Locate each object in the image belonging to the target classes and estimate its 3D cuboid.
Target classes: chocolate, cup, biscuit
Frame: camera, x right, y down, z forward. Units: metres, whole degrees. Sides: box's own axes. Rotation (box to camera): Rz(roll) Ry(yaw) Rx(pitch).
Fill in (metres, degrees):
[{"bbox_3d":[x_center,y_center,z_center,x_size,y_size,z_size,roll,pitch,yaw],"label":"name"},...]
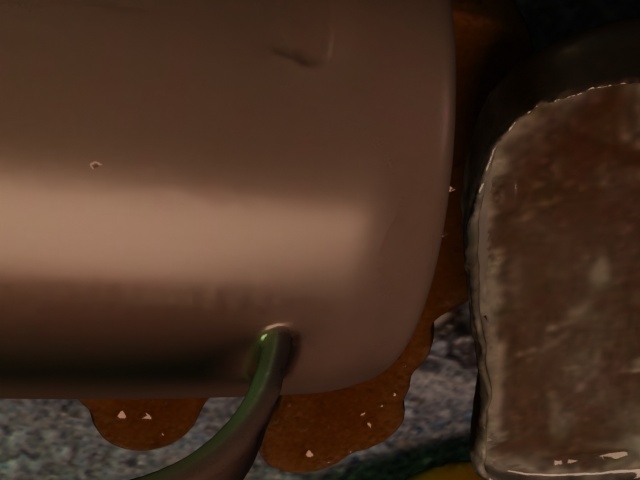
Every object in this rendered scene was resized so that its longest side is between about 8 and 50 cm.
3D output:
[{"bbox_3d":[0.133,0.000,0.755,0.157,0.080,0.254,-9,137,-2],"label":"chocolate"},{"bbox_3d":[-0.066,-0.013,0.583,0.200,0.253,0.191,5,143,-10],"label":"cup"},{"bbox_3d":[-0.001,-0.003,0.793,0.186,0.044,0.295,11,131,-27],"label":"biscuit"}]

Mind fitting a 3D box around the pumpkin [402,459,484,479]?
[{"bbox_3d":[0.047,0.194,0.962,0.248,0.126,0.131,2,146,13],"label":"pumpkin"}]
